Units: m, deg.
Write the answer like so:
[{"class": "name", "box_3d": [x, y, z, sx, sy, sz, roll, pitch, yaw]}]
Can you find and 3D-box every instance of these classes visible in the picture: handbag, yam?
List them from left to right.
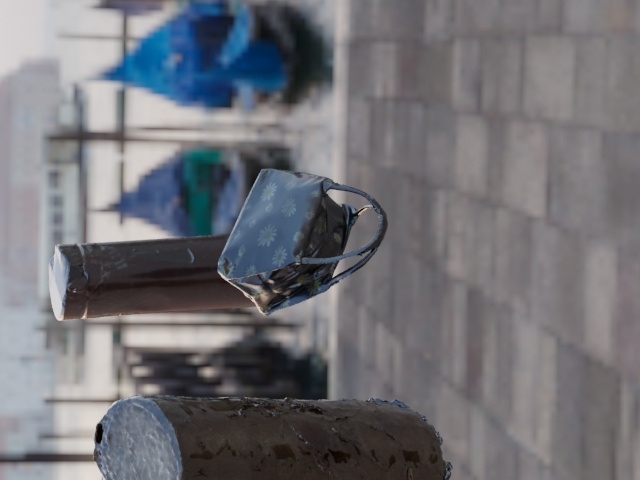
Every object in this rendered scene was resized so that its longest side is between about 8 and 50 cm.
[{"class": "yam", "box_3d": [-0.039, 0.179, 1.474, 0.131, 0.279, 0.131, -7, 81, 47]}, {"class": "handbag", "box_3d": [0.000, 0.000, 1.568, 0.072, 0.139, 0.115, 48, -125, -36]}]

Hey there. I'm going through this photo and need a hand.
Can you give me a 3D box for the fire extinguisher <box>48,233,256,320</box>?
[{"class": "fire extinguisher", "box_3d": [-0.114, 0.022, 1.791, 0.072, 0.267, 0.089, -125, 36, -59]}]
